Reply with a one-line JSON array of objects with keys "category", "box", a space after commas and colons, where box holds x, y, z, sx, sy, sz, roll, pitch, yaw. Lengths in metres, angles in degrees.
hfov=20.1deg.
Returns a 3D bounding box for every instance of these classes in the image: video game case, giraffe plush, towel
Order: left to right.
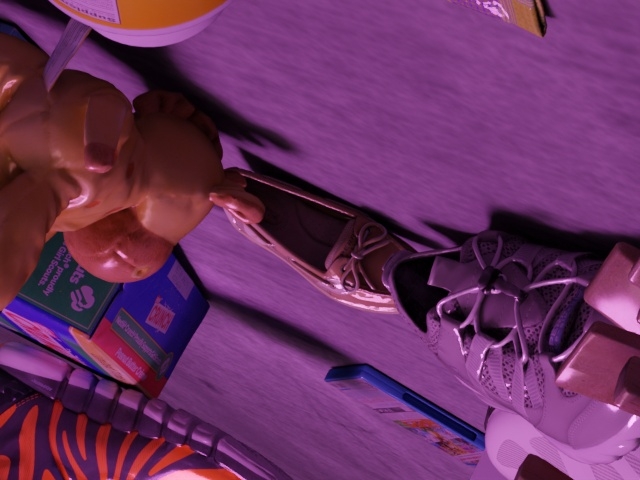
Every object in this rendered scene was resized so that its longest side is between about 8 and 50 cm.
[{"category": "giraffe plush", "box": [-0.138, -0.041, 1.086, 0.170, 0.210, 0.181, 22, -144, -49]}, {"category": "video game case", "box": [0.091, 0.163, 1.670, 0.166, 0.015, 0.119, 31, 166, -11]}, {"category": "towel", "box": [0.049, -0.108, 0.720, 0.083, 0.009, 0.060, 22, 165, 27]}]

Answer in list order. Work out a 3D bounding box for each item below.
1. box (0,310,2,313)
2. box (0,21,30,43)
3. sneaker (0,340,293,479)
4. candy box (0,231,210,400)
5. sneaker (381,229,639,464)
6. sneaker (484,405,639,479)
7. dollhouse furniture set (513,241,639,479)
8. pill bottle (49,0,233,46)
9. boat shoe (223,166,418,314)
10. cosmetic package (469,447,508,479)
[{"category": "box", "box": [-0.279, -0.041, 1.350, 0.093, 0.156, 0.158, 20, 164, 32]}, {"category": "box", "box": [-0.200, -0.075, 1.264, 0.100, 0.060, 0.244, 21, 165, 31]}, {"category": "sneaker", "box": [-0.186, 0.226, 1.618, 0.321, 0.180, 0.124, 19, 168, 21]}, {"category": "candy box", "box": [-0.279, 0.007, 1.612, 0.317, 0.122, 0.268, 24, 167, 13]}, {"category": "sneaker", "box": [0.110, 0.049, 0.985, 0.115, 0.105, 0.281, 32, 167, -15]}, {"category": "sneaker", "box": [0.214, 0.222, 1.086, 0.169, 0.257, 0.447, 37, 165, -31]}, {"category": "dollhouse furniture set", "box": [0.172, 0.071, 0.663, 0.135, 0.262, 0.259, 27, 136, 0]}, {"category": "pill bottle", "box": [-0.067, -0.135, 0.652, 0.103, 0.103, 0.184, 28, 168, 4]}, {"category": "boat shoe", "box": [0.001, -0.002, 1.140, 0.153, 0.056, 0.048, 32, 174, 22]}, {"category": "cosmetic package", "box": [0.212, 0.233, 1.372, 0.151, 0.151, 0.184, 18, 163, 39]}]
